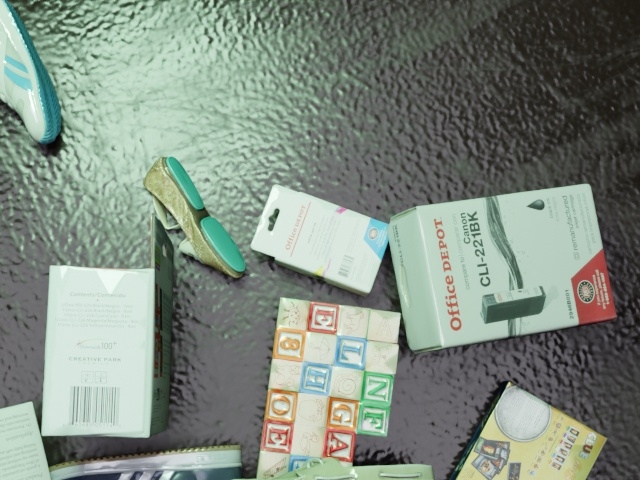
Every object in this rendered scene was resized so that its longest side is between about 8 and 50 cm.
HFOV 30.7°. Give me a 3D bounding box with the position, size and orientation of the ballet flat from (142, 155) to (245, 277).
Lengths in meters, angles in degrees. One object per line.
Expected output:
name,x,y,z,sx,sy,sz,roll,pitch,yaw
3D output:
ballet flat,-0.185,-0.023,1.670,0.067,0.073,0.206,-35,82,20

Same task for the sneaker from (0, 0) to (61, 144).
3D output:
sneaker,-0.444,-0.233,1.670,0.092,0.087,0.229,-26,78,1

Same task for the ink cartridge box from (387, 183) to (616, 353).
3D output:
ink cartridge box,0.250,0.039,1.626,0.273,0.114,0.197,-8,83,-17

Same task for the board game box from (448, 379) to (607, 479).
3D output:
board game box,0.275,0.345,1.652,0.165,0.042,0.243,31,82,1

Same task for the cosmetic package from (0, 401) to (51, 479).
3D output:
cosmetic package,-0.444,0.413,1.511,0.197,0.155,0.365,-8,82,-39

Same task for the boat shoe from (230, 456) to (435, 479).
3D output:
boat shoe,0.008,0.333,1.531,0.302,0.109,0.094,6,68,-12

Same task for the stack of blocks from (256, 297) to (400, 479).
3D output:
stack of blocks,0.008,0.238,1.627,0.171,0.087,0.297,8,82,-2

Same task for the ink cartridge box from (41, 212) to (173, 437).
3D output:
ink cartridge box,-0.266,0.115,1.516,0.130,0.309,0.272,2,82,-3

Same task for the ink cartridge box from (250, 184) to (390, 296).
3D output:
ink cartridge box,0.000,0.000,1.670,0.181,0.061,0.104,21,81,-1

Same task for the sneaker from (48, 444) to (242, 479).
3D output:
sneaker,-0.243,0.367,1.591,0.282,0.099,0.153,-4,81,-7
